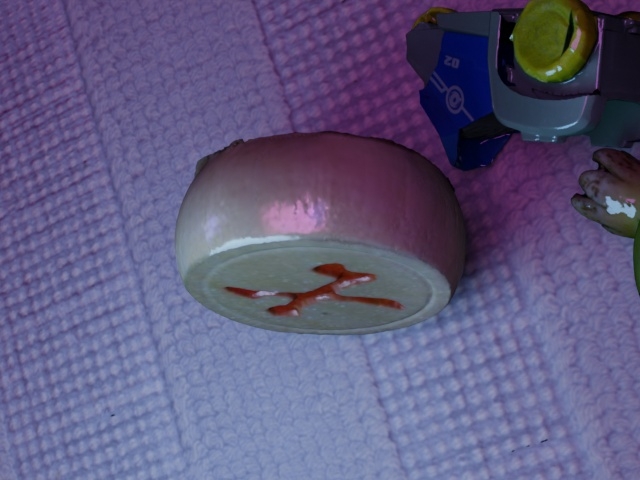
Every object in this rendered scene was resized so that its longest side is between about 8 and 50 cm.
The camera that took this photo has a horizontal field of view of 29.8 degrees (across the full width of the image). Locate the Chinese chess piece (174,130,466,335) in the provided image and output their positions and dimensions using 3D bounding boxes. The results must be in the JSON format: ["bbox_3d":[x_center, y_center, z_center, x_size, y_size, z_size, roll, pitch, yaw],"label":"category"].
[{"bbox_3d":[0.000,0.000,1.396,0.338,0.338,0.141,-8,66,25],"label":"Chinese chess piece"}]

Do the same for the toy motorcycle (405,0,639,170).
[{"bbox_3d":[0.229,-0.179,1.405,0.326,0.191,0.200,6,95,45],"label":"toy motorcycle"}]

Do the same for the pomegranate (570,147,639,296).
[{"bbox_3d":[0.423,-0.023,1.268,0.242,0.242,0.306,-41,48,17],"label":"pomegranate"}]
